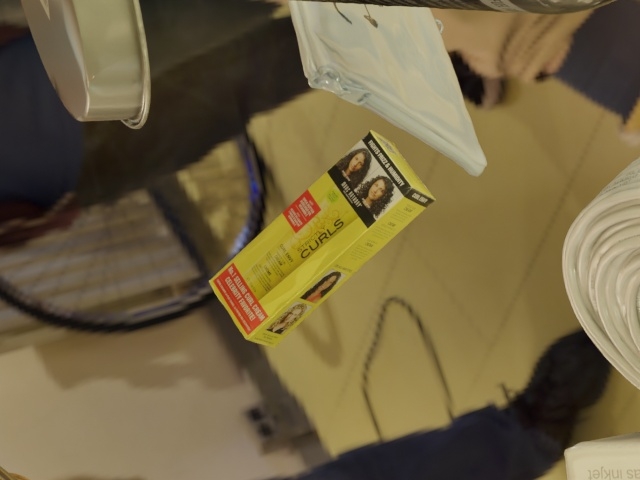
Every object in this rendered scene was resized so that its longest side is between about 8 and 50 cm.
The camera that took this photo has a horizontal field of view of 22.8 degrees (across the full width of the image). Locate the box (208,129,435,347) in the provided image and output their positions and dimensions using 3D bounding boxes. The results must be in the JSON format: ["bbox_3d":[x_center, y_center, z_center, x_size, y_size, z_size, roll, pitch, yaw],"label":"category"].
[{"bbox_3d":[0.000,0.000,1.595,0.232,0.058,0.087,-42,61,15],"label":"box"}]

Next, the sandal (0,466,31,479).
[{"bbox_3d":[-0.171,0.161,0.892,0.072,0.180,0.049,-50,25,13],"label":"sandal"}]

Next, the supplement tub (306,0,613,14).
[{"bbox_3d":[0.031,-0.207,0.706,0.338,0.207,0.207,9,113,32],"label":"supplement tub"}]

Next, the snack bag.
[{"bbox_3d":[0.016,-0.220,1.221,0.037,0.323,0.342,-25,70,20],"label":"snack bag"}]

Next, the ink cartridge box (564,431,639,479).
[{"bbox_3d":[0.226,0.216,0.677,0.198,0.115,0.273,-8,85,39],"label":"ink cartridge box"}]

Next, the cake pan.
[{"bbox_3d":[-0.229,-0.236,1.443,0.293,0.054,0.293,162,90,-73],"label":"cake pan"}]

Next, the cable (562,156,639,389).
[{"bbox_3d":[0.302,0.044,1.160,0.257,0.089,0.257,33,148,18],"label":"cable"}]
